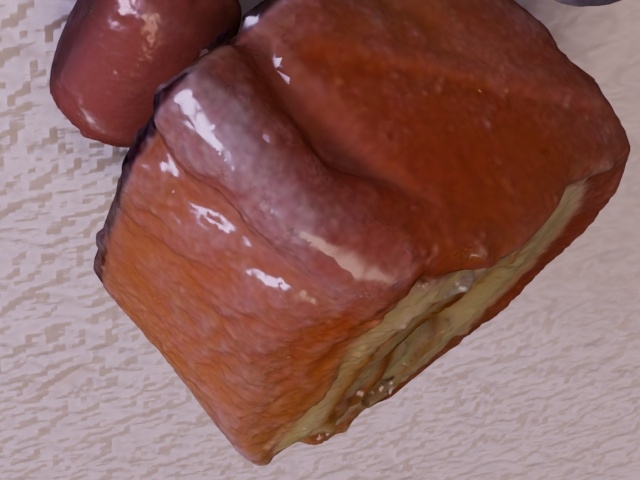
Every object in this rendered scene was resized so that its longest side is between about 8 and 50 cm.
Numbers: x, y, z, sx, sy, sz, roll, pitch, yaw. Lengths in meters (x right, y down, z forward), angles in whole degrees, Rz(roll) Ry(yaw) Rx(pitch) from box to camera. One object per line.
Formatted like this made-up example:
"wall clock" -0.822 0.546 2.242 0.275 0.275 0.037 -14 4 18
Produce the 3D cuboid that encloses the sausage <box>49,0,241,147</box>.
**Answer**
"sausage" -0.069 -0.075 0.677 0.054 0.059 0.094 11 139 -25

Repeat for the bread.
"bread" 0.009 -0.005 0.723 0.190 0.123 0.244 -31 167 -28

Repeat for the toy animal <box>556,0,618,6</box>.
"toy animal" 0.187 -0.169 0.587 0.195 0.090 0.324 30 120 -37
